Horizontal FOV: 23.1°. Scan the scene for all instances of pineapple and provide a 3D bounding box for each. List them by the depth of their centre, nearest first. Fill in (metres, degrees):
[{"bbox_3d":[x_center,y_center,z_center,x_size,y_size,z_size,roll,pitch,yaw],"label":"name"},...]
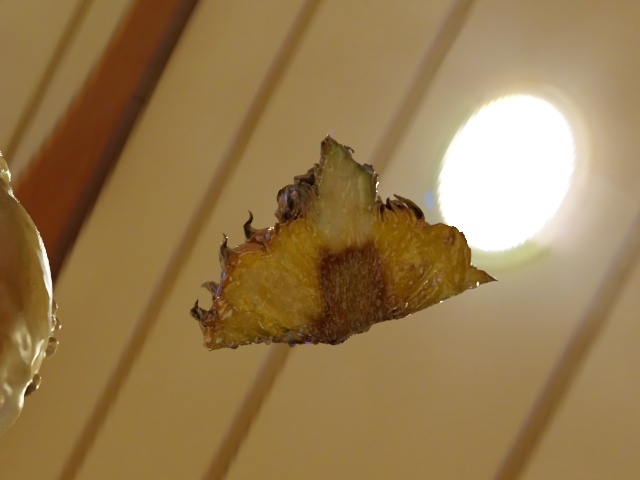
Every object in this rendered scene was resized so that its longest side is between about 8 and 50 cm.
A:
[{"bbox_3d":[-0.006,0.002,1.334,0.140,0.249,0.164,171,-101,-77],"label":"pineapple"}]

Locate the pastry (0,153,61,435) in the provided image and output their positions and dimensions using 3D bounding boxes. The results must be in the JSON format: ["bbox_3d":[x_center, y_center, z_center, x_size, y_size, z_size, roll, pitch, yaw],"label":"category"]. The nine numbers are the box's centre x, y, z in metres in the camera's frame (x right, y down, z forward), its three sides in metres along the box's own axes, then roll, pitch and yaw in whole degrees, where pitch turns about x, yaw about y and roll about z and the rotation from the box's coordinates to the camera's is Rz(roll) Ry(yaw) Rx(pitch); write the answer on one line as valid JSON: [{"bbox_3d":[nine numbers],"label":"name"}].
[{"bbox_3d":[-0.316,0.029,0.986,0.284,0.184,0.316,-36,-102,-17],"label":"pastry"}]
